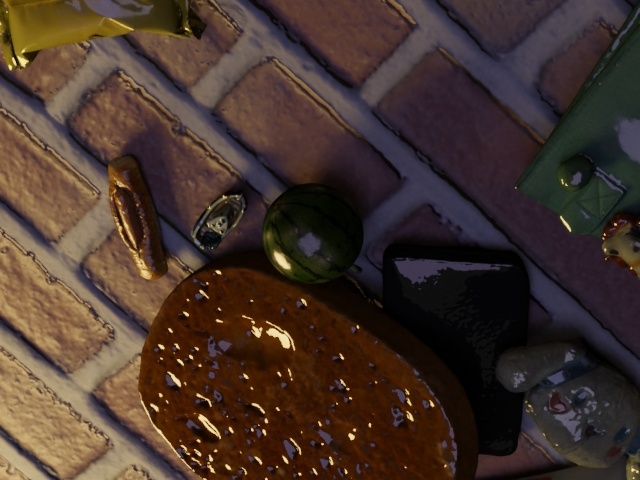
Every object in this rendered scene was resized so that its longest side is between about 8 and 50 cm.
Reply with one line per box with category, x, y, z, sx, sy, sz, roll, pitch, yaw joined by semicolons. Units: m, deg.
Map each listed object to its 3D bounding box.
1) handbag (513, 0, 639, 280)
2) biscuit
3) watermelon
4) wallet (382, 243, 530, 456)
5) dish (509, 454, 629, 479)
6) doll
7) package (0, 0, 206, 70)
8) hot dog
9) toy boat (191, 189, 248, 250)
handbag;0.352;-0.072;1.593;0.268;0.100;0.274;32;121;-6
biscuit;-0.020;0.186;1.818;0.367;0.063;0.314;33;120;13
watermelon;-0.004;-0.003;1.725;0.109;0.109;0.109;6;120;11
wallet;0.134;0.116;1.792;0.149;0.044;0.250;3;119;9
dish;0.242;0.318;1.857;0.212;0.077;0.151;-14;115;22
doll;0.264;0.168;1.768;0.214;0.071;0.103;42;100;-15
package;-0.220;-0.248;1.646;0.226;0.090;0.168;-7;114;15
hot dog;-0.188;-0.020;1.805;0.044;0.028;0.137;0;120;22
toy boat;-0.099;-0.022;1.776;0.038;0.038;0.083;36;122;-7
